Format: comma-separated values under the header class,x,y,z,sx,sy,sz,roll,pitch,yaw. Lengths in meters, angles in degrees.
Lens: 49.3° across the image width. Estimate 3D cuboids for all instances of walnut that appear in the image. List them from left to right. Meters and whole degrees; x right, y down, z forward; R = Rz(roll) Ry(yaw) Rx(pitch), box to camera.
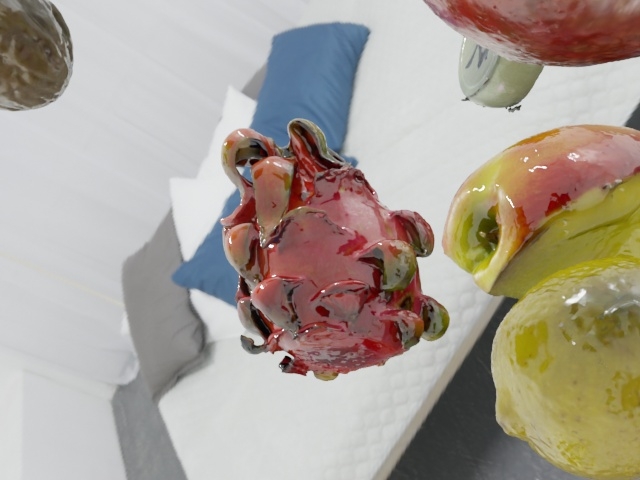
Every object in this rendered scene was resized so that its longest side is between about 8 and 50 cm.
class,x,y,z,sx,sy,sz,roll,pitch,yaw
walnut,-0.366,-0.228,0.752,0.178,0.230,0.178,-16,55,24

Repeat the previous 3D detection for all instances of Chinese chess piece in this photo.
class,x,y,z,sx,sy,sz,roll,pitch,yaw
Chinese chess piece,0.332,-0.354,1.277,0.238,0.092,0.237,-171,90,-78

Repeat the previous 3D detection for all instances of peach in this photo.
class,x,y,z,sx,sy,sz,roll,pitch,yaw
peach,0.394,-0.048,1.083,0.306,0.381,0.242,-61,34,29

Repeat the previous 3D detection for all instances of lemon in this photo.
class,x,y,z,sx,sy,sz,roll,pitch,yaw
lemon,0.344,0.141,0.807,0.310,0.253,0.253,-24,37,3

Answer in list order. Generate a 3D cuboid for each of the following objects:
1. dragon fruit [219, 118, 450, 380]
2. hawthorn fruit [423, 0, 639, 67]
class,x,y,z,sx,sy,sz,roll,pitch,yaw
dragon fruit,0.000,0.011,0.797,0.227,0.307,0.243,-34,27,22
hawthorn fruit,0.181,-0.251,0.479,0.284,0.284,0.284,-37,38,36
